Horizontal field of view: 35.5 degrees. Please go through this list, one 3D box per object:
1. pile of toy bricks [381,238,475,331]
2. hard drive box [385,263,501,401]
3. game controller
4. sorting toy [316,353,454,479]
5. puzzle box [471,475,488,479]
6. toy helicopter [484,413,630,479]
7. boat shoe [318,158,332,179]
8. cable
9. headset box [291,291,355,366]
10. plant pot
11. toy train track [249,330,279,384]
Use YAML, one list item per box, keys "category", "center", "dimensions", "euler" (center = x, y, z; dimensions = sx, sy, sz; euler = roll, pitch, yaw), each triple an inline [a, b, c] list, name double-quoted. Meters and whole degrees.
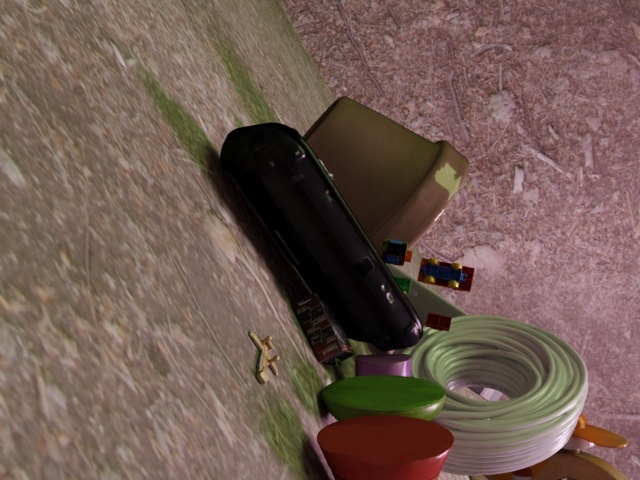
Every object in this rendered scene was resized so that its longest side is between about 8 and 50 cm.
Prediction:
- category: "pile of toy bricks"
  center: [0.091, 0.062, 1.334]
  dimensions: [0.105, 0.212, 0.118]
  euler: [60, 43, -78]
- category: "hard drive box"
  center: [0.181, 0.141, 1.511]
  dimensions: [0.232, 0.089, 0.181]
  euler: [33, -3, 22]
- category: "game controller"
  center: [0.000, 0.000, 1.171]
  dimensions: [0.319, 0.067, 0.166]
  euler: [57, -18, -21]
- category: "sorting toy"
  center: [0.065, 0.215, 1.012]
  dimensions: [0.365, 0.127, 0.126]
  euler: [-68, 158, -82]
- category: "puzzle box"
  center: [0.390, 0.567, 1.781]
  dimensions: [0.409, 0.052, 0.272]
  euler: [50, 14, -50]
- category: "toy helicopter"
  center: [0.275, 0.302, 1.342]
  dimensions: [0.355, 0.235, 0.140]
  euler: [31, 26, 32]
- category: "boat shoe"
  center: [-0.017, -0.074, 1.422]
  dimensions: [0.227, 0.081, 0.079]
  euler: [62, 9, 8]
- category: "cable"
  center: [0.205, 0.192, 1.272]
  dimensions: [0.257, 0.257, 0.089]
  euler: [-54, 147, -55]
- category: "headset box"
  center: [0.006, 0.105, 1.142]
  dimensions: [0.083, 0.032, 0.062]
  euler: [64, 9, 15]
- category: "plant pot"
  center: [0.071, -0.104, 1.627]
  dimensions: [0.229, 0.263, 0.263]
  euler: [40, 12, -9]
- category: "toy train track"
  center: [-0.047, 0.106, 0.900]
  dimensions: [0.048, 0.014, 0.083]
  euler: [58, 10, -14]
